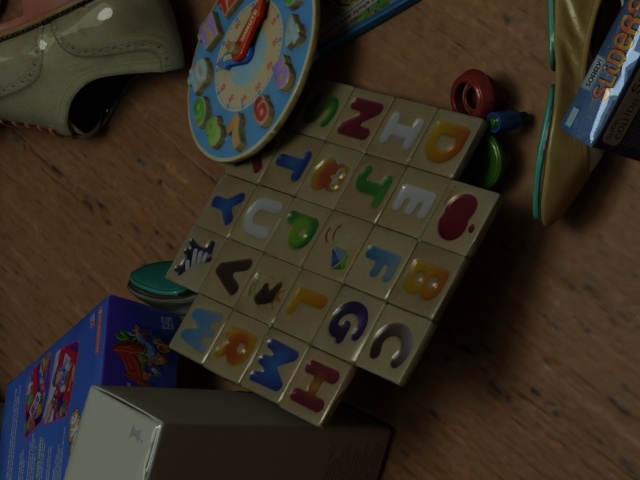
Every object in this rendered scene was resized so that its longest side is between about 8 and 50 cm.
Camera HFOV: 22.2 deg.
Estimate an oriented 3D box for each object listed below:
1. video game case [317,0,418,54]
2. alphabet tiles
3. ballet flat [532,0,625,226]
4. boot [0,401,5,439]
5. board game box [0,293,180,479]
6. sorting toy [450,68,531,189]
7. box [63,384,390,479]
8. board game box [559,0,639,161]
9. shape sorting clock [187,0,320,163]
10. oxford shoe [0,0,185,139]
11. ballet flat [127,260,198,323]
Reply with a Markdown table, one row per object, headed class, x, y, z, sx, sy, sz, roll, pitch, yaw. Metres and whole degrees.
| class | x | y | z | sx | sy | sz | roll | pitch | yaw |
| --- | --- | --- | --- | --- | --- | --- | --- | --- | --- |
| video game case | 0.026 | -0.270 | 1.504 | 0.119 | 0.015 | 0.166 | -26 | 67 | 35 |
| alphabet tiles | 0.000 | 0.000 | 1.400 | 0.342 | 0.011 | 0.285 | 21 | 79 | 50 |
| ballet flat | 0.209 | -0.125 | 1.289 | 0.073 | 0.080 | 0.232 | 3 | 88 | 11 |
| boot | -0.340 | 0.183 | 1.721 | 0.161 | 0.083 | 0.247 | -11 | 82 | 32 |
| board game box | -0.225 | 0.256 | 1.502 | 0.233 | 0.078 | 0.347 | -38 | 43 | 47 |
| sorting toy | 0.145 | -0.095 | 1.364 | 0.061 | 0.042 | 0.102 | -15 | 85 | 54 |
| box | -0.073 | 0.186 | 1.345 | 0.094 | 0.275 | 0.113 | 23 | 98 | 42 |
| board game box | 0.269 | -0.153 | 1.197 | 0.035 | 0.136 | 0.201 | 37 | 107 | 38 |
| shape sorting clock | -0.067 | -0.172 | 1.520 | 0.206 | 0.040 | 0.206 | -34 | 46 | 45 |
| oxford shoe | -0.306 | -0.157 | 1.685 | 0.397 | 0.140 | 0.147 | -25 | 90 | 36 |
| ballet flat | -0.101 | 0.058 | 1.532 | 0.213 | 0.072 | 0.068 | -1 | 113 | 43 |
